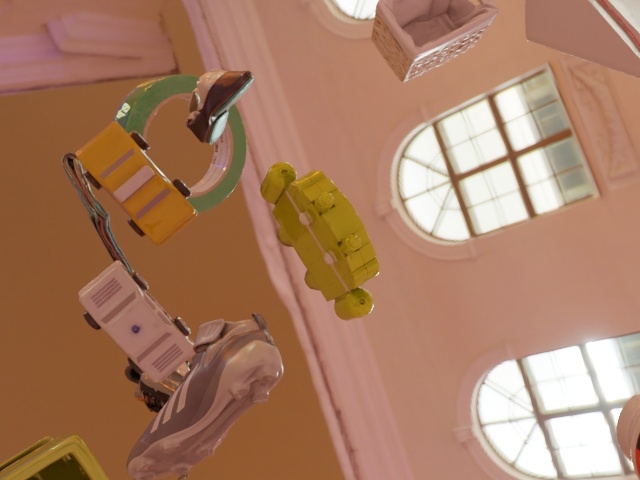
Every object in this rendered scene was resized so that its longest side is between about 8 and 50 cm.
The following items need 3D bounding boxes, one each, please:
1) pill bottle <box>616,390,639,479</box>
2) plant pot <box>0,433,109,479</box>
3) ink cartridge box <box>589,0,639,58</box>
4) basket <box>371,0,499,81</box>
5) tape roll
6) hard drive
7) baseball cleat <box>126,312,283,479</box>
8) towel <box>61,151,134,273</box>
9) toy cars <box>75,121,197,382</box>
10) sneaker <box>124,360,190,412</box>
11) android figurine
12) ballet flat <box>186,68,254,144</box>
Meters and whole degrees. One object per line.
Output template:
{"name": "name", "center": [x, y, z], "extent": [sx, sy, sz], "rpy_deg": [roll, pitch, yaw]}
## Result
{"name": "pill bottle", "center": [0.314, 0.177, 0.530], "extent": [0.193, 0.108, 0.108], "rpy_deg": [-136, 22, -87]}
{"name": "plant pot", "center": [-0.398, 0.409, 0.926], "extent": [0.228, 0.207, 0.227], "rpy_deg": [-32, -80, -32]}
{"name": "ink cartridge box", "center": [0.131, -0.118, 0.179], "extent": [0.308, 0.091, 0.385], "rpy_deg": [57, -161, 16]}
{"name": "basket", "center": [0.176, -0.342, 1.080], "extent": [0.167, 0.103, 0.113], "rpy_deg": [-29, -102, -13]}
{"name": "tape roll", "center": [-0.324, -0.221, 1.585], "extent": [0.321, 0.077, 0.321], "rpy_deg": [-10, -75, -40]}
{"name": "hard drive", "center": [0.389, -0.302, 0.845], "extent": [0.040, 0.307, 0.203], "rpy_deg": [-36, -43, -18]}
{"name": "baseball cleat", "center": [-0.120, 0.155, 0.684], "extent": [0.072, 0.206, 0.109], "rpy_deg": [37, -161, -43]}
{"name": "towel", "center": [-0.484, 0.002, 1.573], "extent": [0.271, 0.040, 0.370], "rpy_deg": [50, 160, 40]}
{"name": "toy cars", "center": [-0.269, 0.022, 0.992], "extent": [0.176, 0.087, 0.394], "rpy_deg": [0, -86, -10]}
{"name": "sneaker", "center": [-0.243, 0.264, 1.139], "extent": [0.108, 0.271, 0.100], "rpy_deg": [-25, -59, -26]}
{"name": "android figurine", "center": [0.000, 0.000, 0.964], "extent": [0.056, 0.273, 0.248], "rpy_deg": [-31, -92, -16]}
{"name": "ballet flat", "center": [-0.164, -0.214, 1.038], "extent": [0.074, 0.203, 0.074], "rpy_deg": [8, -111, -21]}
